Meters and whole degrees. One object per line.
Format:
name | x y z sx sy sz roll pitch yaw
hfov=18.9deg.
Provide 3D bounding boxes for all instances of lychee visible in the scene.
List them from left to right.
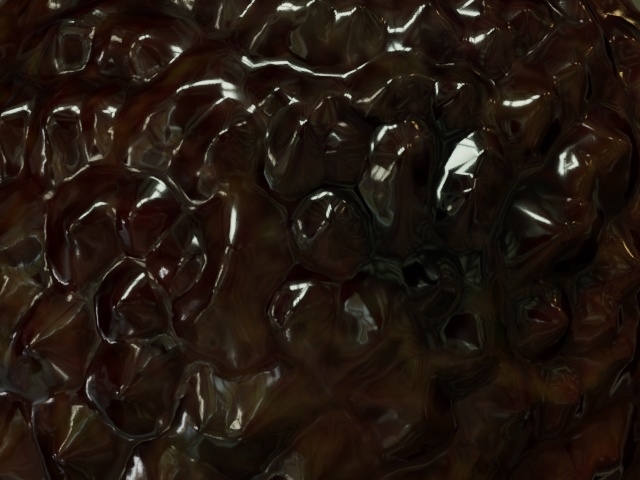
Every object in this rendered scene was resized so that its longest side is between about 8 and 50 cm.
lychee | 0.000 0.000 0.890 0.500 0.425 0.425 -61 -19 20
